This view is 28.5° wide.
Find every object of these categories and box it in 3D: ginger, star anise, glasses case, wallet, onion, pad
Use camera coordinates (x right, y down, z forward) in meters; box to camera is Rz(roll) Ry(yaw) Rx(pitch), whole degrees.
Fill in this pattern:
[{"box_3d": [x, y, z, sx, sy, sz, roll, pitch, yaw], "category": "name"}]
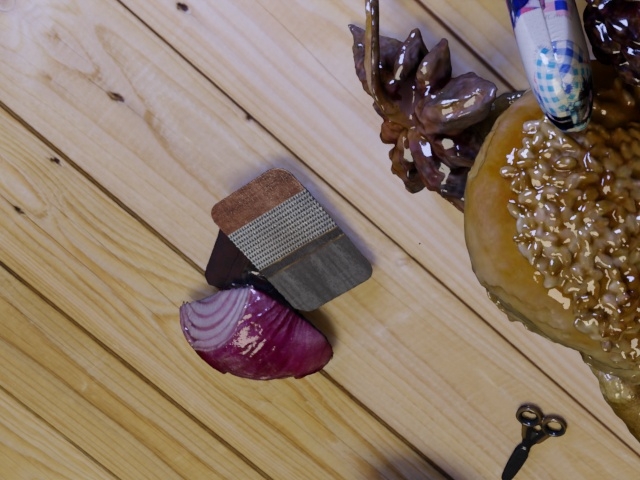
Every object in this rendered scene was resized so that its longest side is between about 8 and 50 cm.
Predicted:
[{"box_3d": [0.510, 0.286, 1.969, 0.065, 0.118, 0.298, -34, 113, 8], "category": "ginger"}, {"box_3d": [0.131, -0.176, 1.700, 0.292, 0.109, 0.349, 32, 145, 30], "category": "star anise"}, {"box_3d": [0.253, -0.267, 1.445, 0.076, 0.327, 0.125, -14, 145, 11], "category": "glasses case"}, {"box_3d": [-0.095, 0.034, 2.097, 0.182, 0.049, 0.229, 25, 138, 0], "category": "wallet"}, {"box_3d": [-0.116, 0.193, 2.179, 0.247, 0.111, 0.250, 41, 143, -23], "category": "onion"}, {"box_3d": [0.010, -0.016, 1.948, 0.323, 0.055, 0.250, -20, 120, 45], "category": "pad"}]

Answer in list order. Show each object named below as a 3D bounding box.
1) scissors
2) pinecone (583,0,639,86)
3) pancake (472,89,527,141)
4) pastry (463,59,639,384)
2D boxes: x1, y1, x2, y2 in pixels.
[{"box_3d": [0.353, 0.359, 2.181, 0.088, 0.017, 0.220, 22, 136, 4], "category": "scissors"}, {"box_3d": [0.423, -0.286, 1.372, 0.298, 0.242, 0.295, 7, 122, 9], "category": "pinecone"}, {"box_3d": [0.299, -0.127, 1.757, 0.199, 0.021, 0.199, 14, 133, 16], "category": "pancake"}, {"box_3d": [0.373, -0.029, 1.535, 0.410, 0.409, 0.245, 40, 163, -10], "category": "pastry"}]
